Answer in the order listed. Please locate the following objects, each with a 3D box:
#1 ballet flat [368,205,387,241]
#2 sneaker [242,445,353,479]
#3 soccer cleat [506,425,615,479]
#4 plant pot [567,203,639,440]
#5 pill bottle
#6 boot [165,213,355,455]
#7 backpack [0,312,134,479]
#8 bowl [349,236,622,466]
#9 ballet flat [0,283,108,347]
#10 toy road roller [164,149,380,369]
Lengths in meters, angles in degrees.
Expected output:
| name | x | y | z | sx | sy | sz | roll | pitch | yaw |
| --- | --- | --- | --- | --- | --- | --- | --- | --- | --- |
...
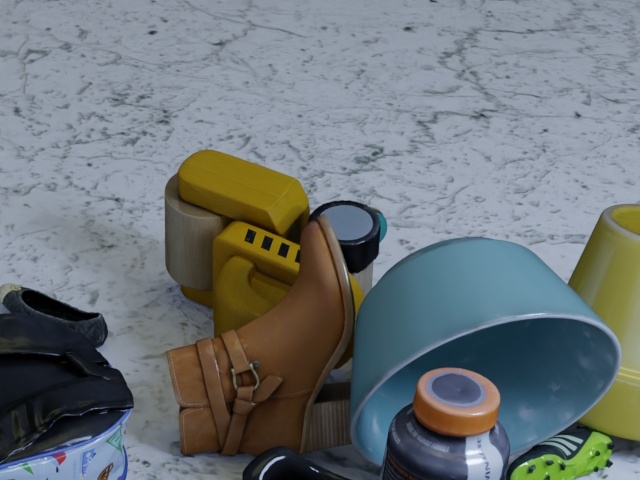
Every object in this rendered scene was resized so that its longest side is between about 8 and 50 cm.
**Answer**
| name | x | y | z | sx | sy | sz | roll | pitch | yaw |
| --- | --- | --- | --- | --- | --- | --- | --- | --- | --- |
| ballet flat | 0.000 | 0.000 | 2.348 | 0.073 | 0.080 | 0.232 | 12 | 24 | 39 |
| sneaker | 0.090 | 0.351 | 1.581 | 0.482 | 0.202 | 0.185 | 23 | 47 | 30 |
| soccer cleat | 0.274 | 0.261 | 1.969 | 0.178 | 0.060 | 0.072 | -10 | 23 | -41 |
| plant pot | 0.405 | 0.093 | 2.066 | 0.254 | 0.239 | 0.254 | 10 | 20 | -4 |
| pill bottle | 0.127 | 0.256 | 1.738 | 0.130 | 0.246 | 0.130 | 6 | 29 | -3 |
| boot | -0.070 | 0.116 | 1.924 | 0.220 | 0.284 | 0.109 | -4 | 14 | -2 |
| backpack | -0.334 | 0.210 | 1.753 | 0.263 | 0.213 | 0.276 | -16 | 42 | -22 |
| bowl | 0.163 | 0.111 | 1.846 | 0.311 | 0.312 | 0.163 | -3 | 53 | -19 |
| ballet flat | -0.343 | 0.087 | 2.132 | 0.173 | 0.049 | 0.057 | 21 | 31 | 23 |
| toy road roller | -0.089 | 0.054 | 2.109 | 0.329 | 0.203 | 0.240 | 22 | 43 | 22 |
